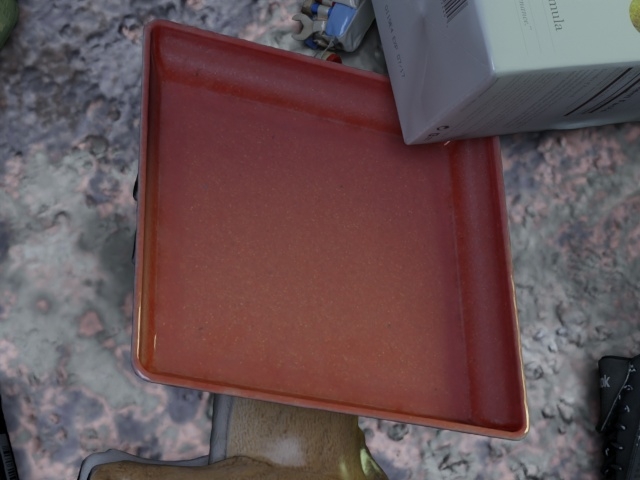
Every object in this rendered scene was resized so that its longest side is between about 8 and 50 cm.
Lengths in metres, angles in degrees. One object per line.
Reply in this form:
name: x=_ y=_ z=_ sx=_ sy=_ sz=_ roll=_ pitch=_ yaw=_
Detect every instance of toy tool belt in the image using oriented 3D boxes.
toy tool belt: x=0.005 y=-0.156 z=1.099 sx=0.051 sy=0.052 sz=0.083 roll=22 pitch=78 yaw=30

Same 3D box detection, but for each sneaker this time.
sneaker: x=0.225 y=0.132 z=1.069 sx=0.106 sy=0.078 sz=0.234 roll=33 pitch=78 yaw=2

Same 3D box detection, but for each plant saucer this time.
plant saucer: x=0.000 y=0.000 z=0.984 sx=0.258 sy=0.048 sz=0.259 roll=12 pitch=57 yaw=-21

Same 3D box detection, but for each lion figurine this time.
lion figurine: x=-0.024 y=0.098 z=1.021 sx=0.240 sy=0.142 sz=0.392 roll=12 pitch=78 yaw=-11

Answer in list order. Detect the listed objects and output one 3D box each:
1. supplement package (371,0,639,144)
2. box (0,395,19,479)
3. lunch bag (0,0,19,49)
supplement package: x=0.175 y=-0.157 z=1.026 sx=0.244 sy=0.134 sz=0.139 roll=-8 pitch=77 yaw=-23
box: x=-0.298 y=0.186 z=1.002 sx=0.207 sy=0.108 sz=0.153 roll=-13 pitch=85 yaw=-5
lunch bag: x=-0.324 y=-0.119 z=0.969 sx=0.287 sy=0.235 sz=0.169 roll=-41 pitch=85 yaw=-7
